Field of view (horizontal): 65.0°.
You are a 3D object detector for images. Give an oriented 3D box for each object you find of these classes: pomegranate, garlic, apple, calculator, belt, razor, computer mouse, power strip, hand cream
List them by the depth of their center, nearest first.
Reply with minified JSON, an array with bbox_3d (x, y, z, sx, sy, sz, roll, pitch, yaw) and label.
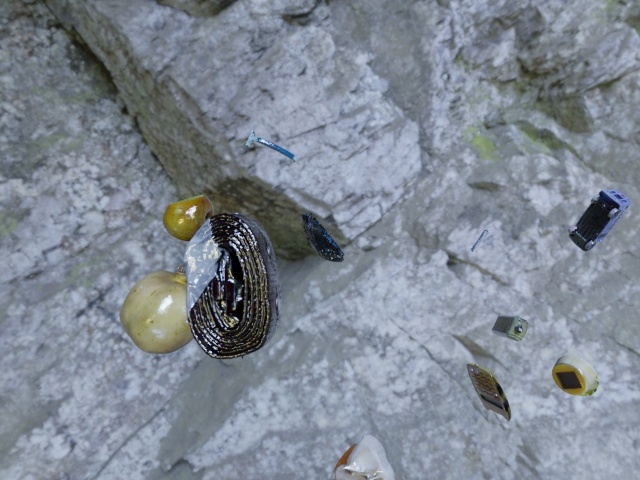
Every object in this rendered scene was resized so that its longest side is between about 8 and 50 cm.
[{"bbox_3d":[-0.174,0.089,1.029,0.184,0.288,0.164,-5,-2,8],"label":"belt"},{"bbox_3d":[0.068,0.588,1.109,0.281,0.185,0.203,-39,-27,-14],"label":"garlic"},{"bbox_3d":[-0.439,-0.077,1.663,0.147,0.163,0.146,10,2,9],"label":"apple"},{"bbox_3d":[0.560,0.001,1.763,0.093,0.019,0.030,-59,10,18],"label":"hand cream"},{"bbox_3d":[0.000,0.000,1.768,0.078,0.241,0.146,-40,25,-2],"label":"computer mouse"},{"bbox_3d":[-0.546,0.241,1.788,0.319,0.319,0.319,-34,10,7],"label":"pomegranate"},{"bbox_3d":[-0.170,-0.336,1.822,0.037,0.191,0.068,136,155,-66],"label":"razor"},{"bbox_3d":[0.613,0.540,1.828,0.033,0.236,0.157,-33,17,-18],"label":"calculator"},{"bbox_3d":[0.761,0.349,2.015,0.092,0.066,0.387,-66,-12,-3],"label":"power strip"}]

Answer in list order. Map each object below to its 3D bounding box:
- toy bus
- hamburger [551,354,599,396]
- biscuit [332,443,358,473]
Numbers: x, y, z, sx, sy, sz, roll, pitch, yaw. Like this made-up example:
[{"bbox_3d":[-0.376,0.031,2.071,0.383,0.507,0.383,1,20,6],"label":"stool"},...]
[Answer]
[{"bbox_3d":[0.732,-0.051,1.320,0.076,0.073,0.167,-11,-41,-25],"label":"toy bus"},{"bbox_3d":[0.803,0.426,1.578,0.082,0.141,0.126,-22,-23,-32],"label":"hamburger"},{"bbox_3d":[0.131,0.803,1.704,0.186,0.036,0.192,-56,41,4],"label":"biscuit"}]
